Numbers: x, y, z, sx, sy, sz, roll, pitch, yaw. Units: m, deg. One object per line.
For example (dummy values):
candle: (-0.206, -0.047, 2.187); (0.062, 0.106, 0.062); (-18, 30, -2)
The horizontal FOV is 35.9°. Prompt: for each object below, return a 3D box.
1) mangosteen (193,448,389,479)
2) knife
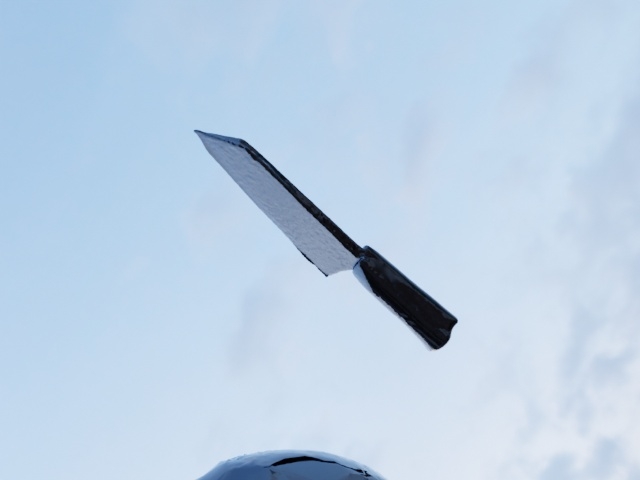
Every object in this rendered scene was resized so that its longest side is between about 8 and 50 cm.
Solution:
mangosteen: (-0.008, 0.216, 0.526); (0.211, 0.250, 0.211); (6, -105, -22)
knife: (0.000, 0.000, 0.687); (0.230, 0.060, 0.028); (42, -122, -14)
